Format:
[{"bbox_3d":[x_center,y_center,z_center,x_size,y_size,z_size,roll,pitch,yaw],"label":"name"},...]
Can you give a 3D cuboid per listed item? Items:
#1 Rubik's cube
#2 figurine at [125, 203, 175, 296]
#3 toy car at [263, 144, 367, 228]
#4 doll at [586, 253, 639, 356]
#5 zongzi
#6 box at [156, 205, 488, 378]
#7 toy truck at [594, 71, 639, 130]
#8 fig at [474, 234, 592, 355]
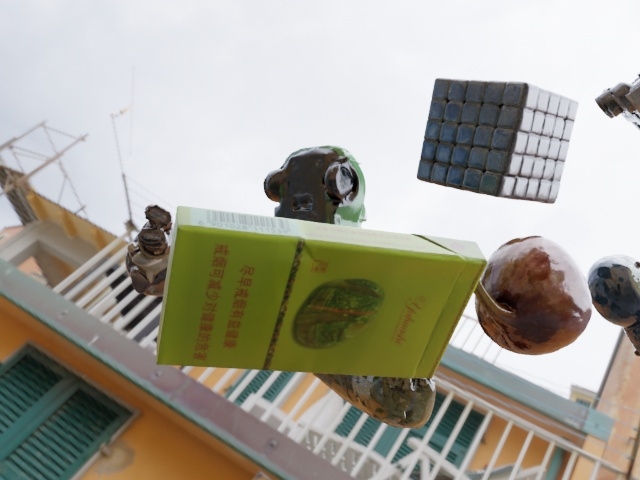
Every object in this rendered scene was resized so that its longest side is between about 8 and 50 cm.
[{"bbox_3d":[0.384,-0.220,1.364,0.237,0.238,0.237,23,-72,46],"label":"Rubik's cube"},{"bbox_3d":[-0.466,0.028,1.727,0.206,0.218,0.365,-5,-20,2],"label":"figurine"},{"bbox_3d":[0.000,0.000,1.237,0.213,0.176,0.359,-1,-99,44],"label":"toy car"},{"bbox_3d":[0.702,0.139,1.369,0.154,0.228,0.258,-38,-94,35],"label":"doll"},{"bbox_3d":[0.081,0.317,1.503,0.392,0.174,0.356,19,-3,2],"label":"zongzi"},{"bbox_3d":[-0.001,0.068,0.690,0.334,0.047,0.187,7,-58,-16],"label":"box"},{"bbox_3d":[0.414,-0.164,0.741,0.110,0.216,0.116,-40,-94,21],"label":"toy truck"},{"bbox_3d":[0.285,0.091,0.894,0.175,0.207,0.175,16,-64,38],"label":"fig"}]
